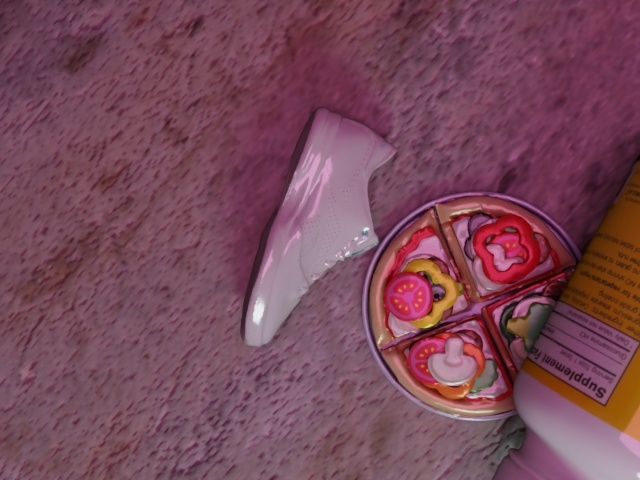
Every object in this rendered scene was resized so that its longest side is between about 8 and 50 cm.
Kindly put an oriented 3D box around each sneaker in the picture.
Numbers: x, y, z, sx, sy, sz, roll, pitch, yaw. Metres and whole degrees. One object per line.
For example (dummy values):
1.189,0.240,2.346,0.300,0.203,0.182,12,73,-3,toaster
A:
0.000,0.000,0.934,0.094,0.080,0.212,21,94,-10,sneaker

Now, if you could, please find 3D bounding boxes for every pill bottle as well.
0.270,0.090,0.854,0.187,0.188,0.334,29,92,1,pill bottle

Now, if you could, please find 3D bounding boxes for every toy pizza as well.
0.136,0.058,0.946,0.201,0.032,0.201,0,94,3,toy pizza
